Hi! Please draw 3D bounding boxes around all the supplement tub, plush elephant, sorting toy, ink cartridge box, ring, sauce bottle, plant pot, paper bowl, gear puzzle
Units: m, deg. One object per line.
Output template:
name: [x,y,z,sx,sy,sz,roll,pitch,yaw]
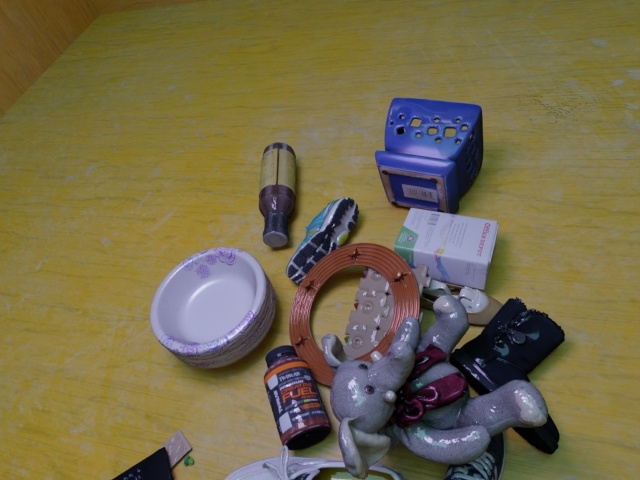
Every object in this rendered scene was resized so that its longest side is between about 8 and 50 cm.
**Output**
supplement tub: [-0.057,0.319,0.937,0.106,0.106,0.198,-24,51,-3]
plush elephant: [0.131,0.246,0.754,0.330,0.255,0.272,-47,41,23]
sorting toy: [-0.306,0.457,0.963,0.062,0.012,0.083,-39,49,-21]
ink cartridge box: [0.296,0.015,1.060,0.212,0.093,0.154,9,43,24]
ring: [0.060,0.154,1.005,0.336,0.032,0.337,-17,56,28]
sauce bottle: [-0.127,-0.135,1.307,0.111,0.111,0.345,-8,51,10]
plant pot: [0.279,-0.208,1.173,0.235,0.236,0.212,14,65,26]
paper bowl: [-0.245,0.167,1.082,0.284,0.148,0.284,-8,52,11]
gear puzzle: [0.134,0.204,0.973,0.175,0.044,0.339,4,68,38]

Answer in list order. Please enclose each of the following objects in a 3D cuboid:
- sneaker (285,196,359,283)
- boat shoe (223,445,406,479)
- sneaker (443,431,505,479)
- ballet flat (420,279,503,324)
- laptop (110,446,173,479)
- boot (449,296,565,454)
sneaker: [0.000,0.000,1.191,0.110,0.107,0.275,6,53,55]
boat shoe: [-0.030,0.446,0.797,0.366,0.157,0.136,-4,52,13]
sneaker: [0.247,0.398,0.755,0.099,0.153,0.282,18,60,27]
ballet flat: [0.294,0.130,1.002,0.232,0.073,0.080,10,55,22]
laptop: [-0.412,0.552,0.838,0.264,0.137,0.234,-32,52,0]
boot: [0.403,0.244,0.866,0.207,0.094,0.246,-36,51,-11]
